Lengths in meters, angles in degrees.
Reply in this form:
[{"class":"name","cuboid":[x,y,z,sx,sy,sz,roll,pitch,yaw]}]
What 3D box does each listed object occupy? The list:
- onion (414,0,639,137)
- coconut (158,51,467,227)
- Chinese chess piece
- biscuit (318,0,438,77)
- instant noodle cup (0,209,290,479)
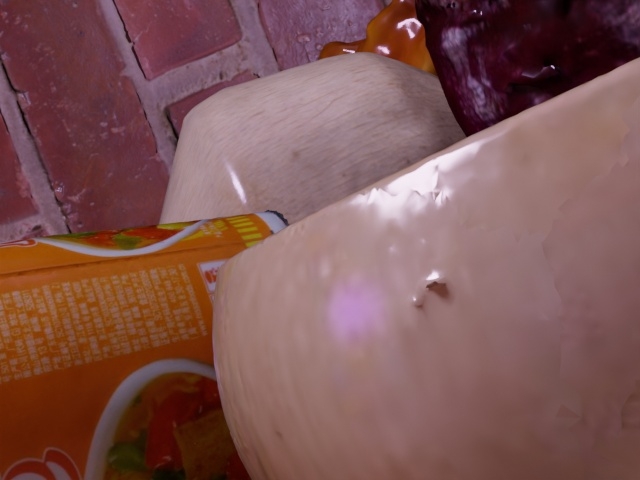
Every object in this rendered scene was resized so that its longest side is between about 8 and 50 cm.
[{"class":"onion","cuboid":[0.214,-0.124,0.803,0.336,0.260,0.282,-3,-1,-22]},{"class":"coconut","cuboid":[0.000,0.000,0.943,0.224,0.224,0.224,-23,-1,0]},{"class":"Chinese chess piece","cuboid":[0.090,0.005,0.446,0.250,0.097,0.251,-23,-1,-1]},{"class":"biscuit","cuboid":[0.145,-0.082,1.109,0.312,0.111,0.318,21,-35,-38]},{"class":"instant noodle cup","cuboid":[-0.093,0.064,0.638,0.185,0.168,0.168,-14,-3,-15]}]
